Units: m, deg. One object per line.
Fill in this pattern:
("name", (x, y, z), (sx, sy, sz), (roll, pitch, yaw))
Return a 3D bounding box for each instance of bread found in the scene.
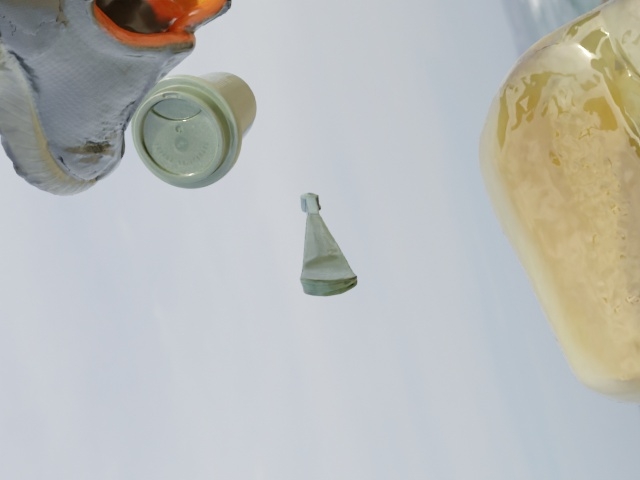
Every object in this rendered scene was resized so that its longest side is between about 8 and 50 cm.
("bread", (0.347, -0.031, 1.140), (0.253, 0.348, 0.376), (-3, -118, -43))

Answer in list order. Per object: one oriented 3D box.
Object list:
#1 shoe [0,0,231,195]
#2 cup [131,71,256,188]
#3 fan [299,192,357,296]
("shoe", (-0.139, -0.137, 0.749), (0.336, 0.171, 0.132), (76, 179, -74))
("cup", (-0.127, -0.128, 1.255), (0.141, 0.120, 0.120), (-60, -48, -63))
("fan", (0.000, 0.000, 0.852), (0.193, 0.038, 0.016), (-101, 8, -70))
